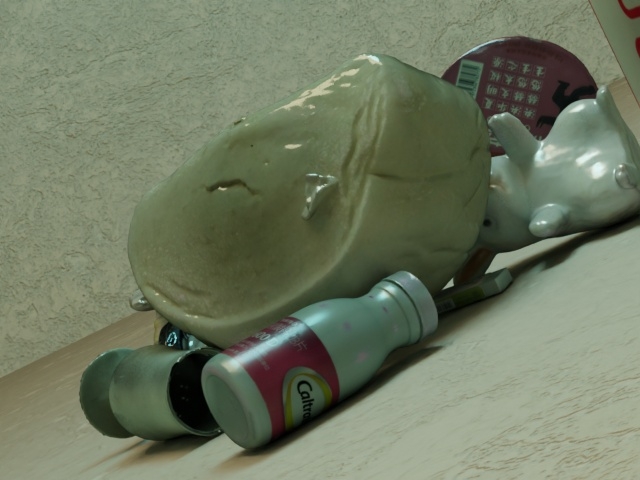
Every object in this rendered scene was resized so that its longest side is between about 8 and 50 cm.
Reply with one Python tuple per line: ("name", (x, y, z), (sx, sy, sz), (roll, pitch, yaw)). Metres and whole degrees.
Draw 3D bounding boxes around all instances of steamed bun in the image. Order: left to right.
("steamed bun", (0.004, 0.002, 1.575), (0.383, 0.236, 0.247), (-32, -28, 25))

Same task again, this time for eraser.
("eraser", (0.153, 0.052, 1.587), (0.083, 0.019, 0.038), (-23, 6, 33))

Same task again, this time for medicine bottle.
("medicine bottle", (0.003, 0.101, 1.394), (0.216, 0.090, 0.090), (-27, 5, -27))

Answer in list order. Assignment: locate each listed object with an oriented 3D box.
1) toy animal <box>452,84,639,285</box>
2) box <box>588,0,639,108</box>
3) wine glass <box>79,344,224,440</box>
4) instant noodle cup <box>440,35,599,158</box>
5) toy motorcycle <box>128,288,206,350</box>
("toy animal", (0.208, -0.047, 1.632), (0.282, 0.141, 0.138), (-18, -25, 7))
("box", (0.404, -0.188, 1.149), (0.314, 0.300, 0.312), (-26, 5, -7))
("wine glass", (-0.165, 0.157, 1.617), (0.103, 0.103, 0.231), (-28, 7, -29))
("instant noodle cup", (0.266, -0.147, 2.100), (0.234, 0.235, 0.178), (-25, -5, 7))
("toy motorcycle", (-0.151, 0.065, 1.890), (0.107, 0.223, 0.341), (-20, 8, 14))
